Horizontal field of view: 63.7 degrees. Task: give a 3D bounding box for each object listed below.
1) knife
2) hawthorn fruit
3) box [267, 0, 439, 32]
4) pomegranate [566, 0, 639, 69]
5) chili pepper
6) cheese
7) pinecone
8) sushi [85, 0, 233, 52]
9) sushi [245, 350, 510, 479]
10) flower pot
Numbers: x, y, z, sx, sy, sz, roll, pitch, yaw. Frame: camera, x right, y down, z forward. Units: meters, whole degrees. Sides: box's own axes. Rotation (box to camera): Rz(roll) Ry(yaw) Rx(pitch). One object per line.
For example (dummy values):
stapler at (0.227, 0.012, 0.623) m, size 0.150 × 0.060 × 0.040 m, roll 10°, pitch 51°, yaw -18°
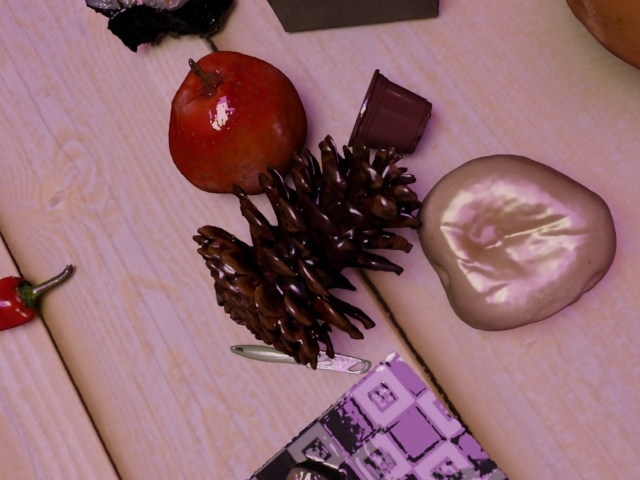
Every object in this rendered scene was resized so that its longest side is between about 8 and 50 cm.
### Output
knife at (-0.032, 0.164, 0.729) m, size 0.208 × 0.014 × 0.030 m, roll 6°, pitch 86°, yaw 13°
hawthorn fruit at (-0.120, -0.164, 0.680) m, size 0.197 × 0.225 × 0.196 m, roll -3°, pitch 71°, yaw 9°
box at (0.044, -0.397, 0.700) m, size 0.232 × 0.155 × 0.148 m, roll 0°, pitch 81°, yaw 16°
pomegranate at (0.432, -0.344, 0.476) m, size 0.412 × 0.411 × 0.410 m, roll -2°, pitch 84°, yaw 14°
chili pepper at (-0.588, 0.084, 0.843) m, size 0.369 × 0.092 × 0.136 m, roll 5°, pitch 74°, yaw 12°
cheese at (0.229, 0.006, 0.628) m, size 0.235 × 0.117 × 0.217 m, roll 12°, pitch 89°, yaw 19°
pinecone at (0.002, 0.002, 0.624) m, size 0.246 × 0.246 × 0.292 m, roll 44°, pitch 91°, yaw 15°
sushi at (-0.246, -0.368, 0.789) m, size 0.213 × 0.115 × 0.147 m, roll 6°, pitch 82°, yaw 16°
sushi at (0.075, 0.387, 0.652) m, size 0.359 × 0.064 × 0.343 m, roll -42°, pitch 76°, yaw 6°
flower pot at (0.096, -0.163, 0.694) m, size 0.089 × 0.111 × 0.111 m, roll 20°, pitch 89°, yaw 0°
